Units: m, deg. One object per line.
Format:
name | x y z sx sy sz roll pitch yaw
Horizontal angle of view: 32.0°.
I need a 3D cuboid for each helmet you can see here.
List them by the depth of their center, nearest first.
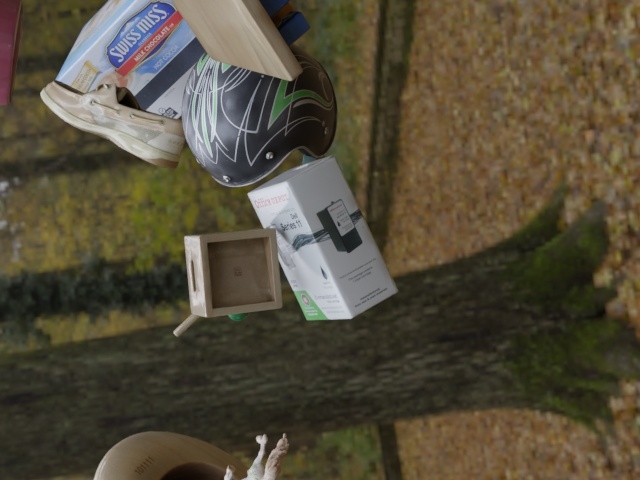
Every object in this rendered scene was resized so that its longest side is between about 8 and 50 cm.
helmet | -0.076 -0.147 1.252 0.162 0.169 0.169 -10 -87 -51

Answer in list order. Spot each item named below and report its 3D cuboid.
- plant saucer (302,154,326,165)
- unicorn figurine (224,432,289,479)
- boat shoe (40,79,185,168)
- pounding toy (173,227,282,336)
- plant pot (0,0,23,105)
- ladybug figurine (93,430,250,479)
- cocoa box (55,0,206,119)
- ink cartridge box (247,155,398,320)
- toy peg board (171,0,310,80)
plant saucer | 0.000 -0.131 2.237 0.119 0.021 0.119 -11 -90 -67
unicorn figurine | -0.088 0.312 1.364 0.111 0.060 0.162 -87 14 -53
boat shoe | -0.360 -0.227 1.967 0.109 0.302 0.098 -1 -64 -64
pounding toy | -0.133 0.059 1.534 0.100 0.130 0.141 -179 84 -67
plant pot | -0.452 -0.237 1.323 0.201 0.180 0.201 -172 90 -77
ladybug figurine | -0.167 0.486 1.674 0.162 0.449 0.305 -50 -4 38
cocoa box | -0.315 -0.397 2.202 0.228 0.347 0.231 38 -145 -23
ink cartridge box | 0.000 0.000 1.548 0.208 0.087 0.153 65 156 -6
toy peg board | -0.077 -0.238 0.992 0.161 0.079 0.161 25 155 55
